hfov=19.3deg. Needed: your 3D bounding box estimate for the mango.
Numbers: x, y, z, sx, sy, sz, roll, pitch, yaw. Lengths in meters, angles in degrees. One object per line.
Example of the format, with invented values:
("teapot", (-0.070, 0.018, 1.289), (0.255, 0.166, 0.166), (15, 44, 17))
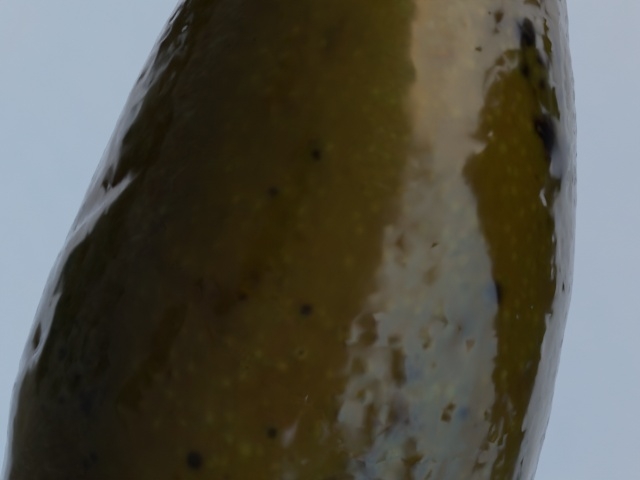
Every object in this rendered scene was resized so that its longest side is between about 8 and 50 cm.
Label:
("mango", (0.005, 0.003, 0.584), (0.176, 0.175, 0.329), (19, -93, 49))
